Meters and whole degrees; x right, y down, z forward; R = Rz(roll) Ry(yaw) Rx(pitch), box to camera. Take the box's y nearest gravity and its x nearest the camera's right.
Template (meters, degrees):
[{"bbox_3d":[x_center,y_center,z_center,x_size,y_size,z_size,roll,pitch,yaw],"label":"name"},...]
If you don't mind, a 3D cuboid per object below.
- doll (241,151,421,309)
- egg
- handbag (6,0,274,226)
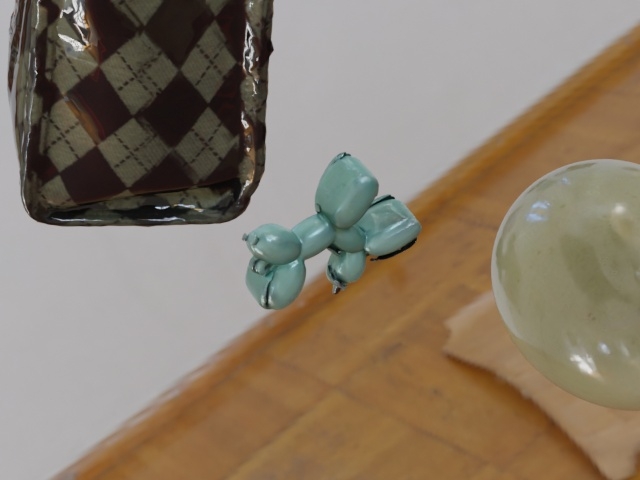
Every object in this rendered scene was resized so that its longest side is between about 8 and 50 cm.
[{"bbox_3d":[0.000,0.000,1.299,0.158,0.159,0.059,-48,52,9],"label":"doll"},{"bbox_3d":[0.237,0.037,1.160,0.189,0.188,0.253,-24,29,5],"label":"egg"},{"bbox_3d":[-0.130,-0.259,0.882,0.180,0.316,0.416,-5,50,-11],"label":"handbag"}]
